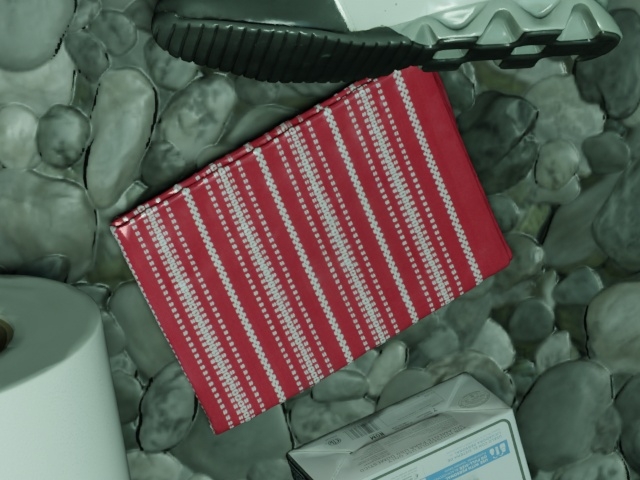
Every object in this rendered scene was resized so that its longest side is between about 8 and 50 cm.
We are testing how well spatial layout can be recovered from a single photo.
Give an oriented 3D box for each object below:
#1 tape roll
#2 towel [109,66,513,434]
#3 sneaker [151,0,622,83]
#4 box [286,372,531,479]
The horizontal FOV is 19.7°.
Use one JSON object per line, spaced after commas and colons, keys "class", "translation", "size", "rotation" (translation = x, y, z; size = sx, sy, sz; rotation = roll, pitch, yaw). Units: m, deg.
{"class": "tape roll", "translation": [-0.248, 0.143, 1.190], "size": [0.246, 0.246, 0.169], "rotation": [-14, 110, -18]}
{"class": "towel", "translation": [0.000, 0.000, 1.369], "size": [0.275, 0.031, 0.198], "rotation": [-30, 114, -11]}
{"class": "sneaker", "translation": [0.040, -0.192, 1.291], "size": [0.331, 0.122, 0.146], "rotation": [-5, 82, -14]}
{"class": "box", "translation": [0.099, 0.272, 1.460], "size": [0.169, 0.087, 0.290], "rotation": [-22, 113, -15]}
